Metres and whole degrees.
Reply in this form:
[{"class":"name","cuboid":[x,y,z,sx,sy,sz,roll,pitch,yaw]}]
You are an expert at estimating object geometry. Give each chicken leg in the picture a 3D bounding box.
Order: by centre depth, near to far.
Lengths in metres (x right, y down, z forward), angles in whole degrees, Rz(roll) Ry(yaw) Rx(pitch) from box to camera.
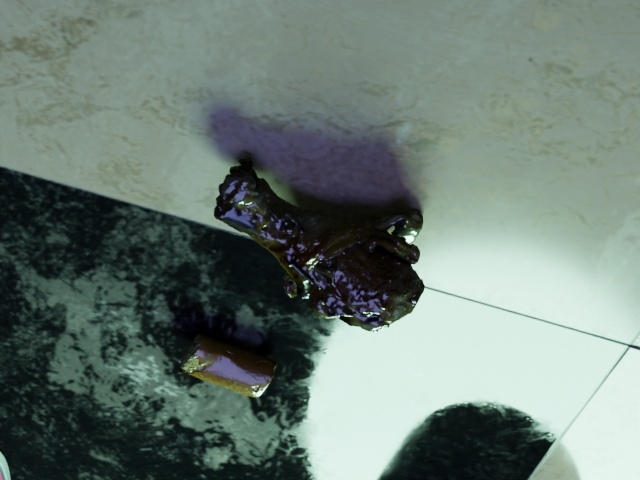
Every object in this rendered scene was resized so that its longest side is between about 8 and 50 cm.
[{"class":"chicken leg","cuboid":[-0.002,0.006,1.711,0.196,0.080,0.125,20,129,-3]}]

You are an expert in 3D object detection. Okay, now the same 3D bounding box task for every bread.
[{"class":"bread","cuboid":[-0.086,0.116,1.879,0.083,0.036,0.047,21,130,-13]}]

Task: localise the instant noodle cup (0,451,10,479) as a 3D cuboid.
[{"class":"instant noodle cup","cuboid":[-0.450,0.305,2.026,0.182,0.258,0.302,15,108,14]}]
